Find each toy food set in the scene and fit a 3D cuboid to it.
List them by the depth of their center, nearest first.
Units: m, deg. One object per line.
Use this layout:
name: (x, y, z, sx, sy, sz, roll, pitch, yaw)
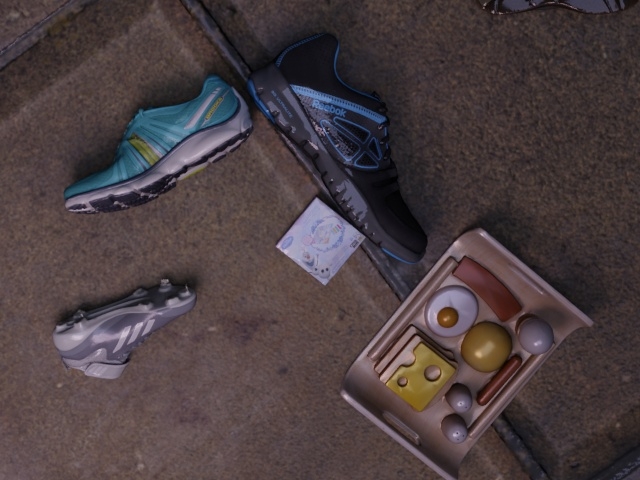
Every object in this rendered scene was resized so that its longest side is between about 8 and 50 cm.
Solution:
toy food set: (0.203, 0.162, 1.862, 0.220, 0.092, 0.306, 38, 96, -11)

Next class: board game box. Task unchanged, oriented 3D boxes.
board game box: (0.000, 0.000, 1.848, 0.090, 0.020, 0.090, 39, 96, -12)

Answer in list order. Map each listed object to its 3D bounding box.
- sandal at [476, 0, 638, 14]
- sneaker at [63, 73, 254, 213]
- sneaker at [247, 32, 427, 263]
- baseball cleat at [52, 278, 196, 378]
sandal: (0.317, -0.340, 1.789, 0.219, 0.060, 0.090, -6, 97, 11)
sneaker: (-0.223, -0.121, 1.779, 0.275, 0.107, 0.110, -31, 83, -3)
sneaker: (0.053, -0.118, 1.776, 0.140, 0.125, 0.341, -38, 104, -1)
baseball cleat: (-0.261, 0.126, 1.837, 0.206, 0.072, 0.109, -14, 116, 3)
